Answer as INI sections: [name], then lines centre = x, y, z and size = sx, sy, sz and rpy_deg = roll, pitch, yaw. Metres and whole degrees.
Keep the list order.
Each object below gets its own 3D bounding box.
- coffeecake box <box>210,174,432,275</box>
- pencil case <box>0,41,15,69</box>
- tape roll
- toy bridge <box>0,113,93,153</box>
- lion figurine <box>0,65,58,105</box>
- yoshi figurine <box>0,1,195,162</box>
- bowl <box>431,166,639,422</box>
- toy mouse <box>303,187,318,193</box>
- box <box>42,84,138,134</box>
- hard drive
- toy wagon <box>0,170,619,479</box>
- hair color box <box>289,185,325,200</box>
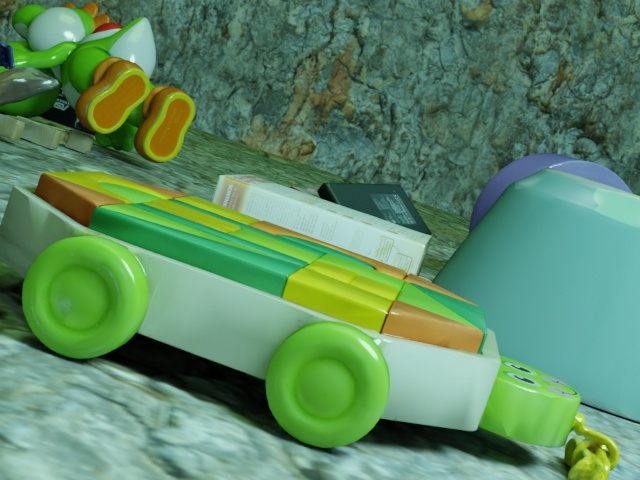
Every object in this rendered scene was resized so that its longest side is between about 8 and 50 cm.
[coffeecake box]
centre = 0.000, 0.000, 1.037
size = 0.185, 0.068, 0.142
rpy_deg = 19, 6, 7
[pencil case]
centre = -0.454, -0.190, 1.085
size = 0.306, 0.133, 0.119
rpy_deg = 18, 17, 0
[tape roll]
centre = 0.276, -0.005, 1.354
size = 0.189, 0.189, 0.080
rpy_deg = 16, 7, -19
[toy bridge]
centre = -0.343, -0.131, 1.391
size = 0.063, 0.026, 0.188
rpy_deg = 20, 5, 15
[lion figurine]
centre = -0.298, -0.081, 0.456
size = 0.392, 0.142, 0.240
rpy_deg = 25, 43, -25
[yoshi figurine]
centre = -0.346, -0.207, 1.584
size = 0.203, 0.203, 0.362
rpy_deg = -21, 38, -31
[bowl]
centre = 0.250, 0.040, 0.993
size = 0.311, 0.163, 0.311
rpy_deg = 18, 7, -2
[toy mouse]
centre = 0.019, -0.054, 1.774
size = 0.161, 0.031, 0.143
rpy_deg = 18, 6, -2
[box]
centre = -0.393, -0.227, 1.870
size = 0.180, 0.077, 0.147
rpy_deg = 20, 6, 12
[hard drive]
centre = 0.070, -0.034, 1.469
size = 0.135, 0.022, 0.094
rpy_deg = 0, 50, -41
[toy wagon]
centre = 0.003, 0.044, 0.637
size = 0.344, 0.068, 0.267
rpy_deg = 19, 6, 6
[hair color box]
centre = 0.028, -0.028, 1.511
size = 0.141, 0.043, 0.072
rpy_deg = 15, 8, -27
